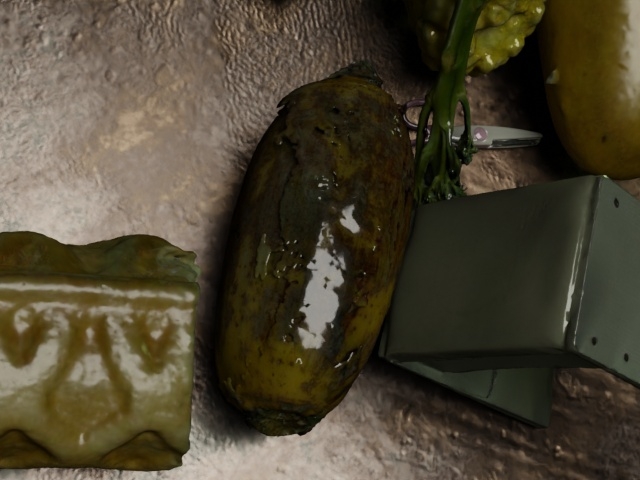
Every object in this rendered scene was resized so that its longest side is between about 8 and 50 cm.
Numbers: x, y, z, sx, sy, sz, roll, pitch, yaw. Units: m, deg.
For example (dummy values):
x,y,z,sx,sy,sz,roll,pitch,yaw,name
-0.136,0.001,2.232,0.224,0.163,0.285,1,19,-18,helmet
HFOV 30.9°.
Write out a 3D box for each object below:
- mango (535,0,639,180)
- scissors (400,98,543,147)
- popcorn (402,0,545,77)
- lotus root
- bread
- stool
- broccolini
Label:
x,y,z,sx,sy,sz,roll,pitch,yaw,name
0.368,-0.279,1.345,0.301,0.221,0.444,24,68,-28,mango
0.176,-0.121,1.341,0.176,0.022,0.085,0,75,-18,scissors
0.156,-0.290,1.277,0.170,0.218,0.189,-10,49,-35,popcorn
0.000,0.000,1.153,0.179,0.196,0.397,19,67,-18,lotus root
-0.239,0.097,1.041,0.252,0.196,0.238,11,77,-15,bread
0.242,0.075,1.153,0.270,0.244,0.170,27,67,-35,stool
0.159,-0.173,1.191,0.079,0.392,0.074,31,34,26,broccolini
